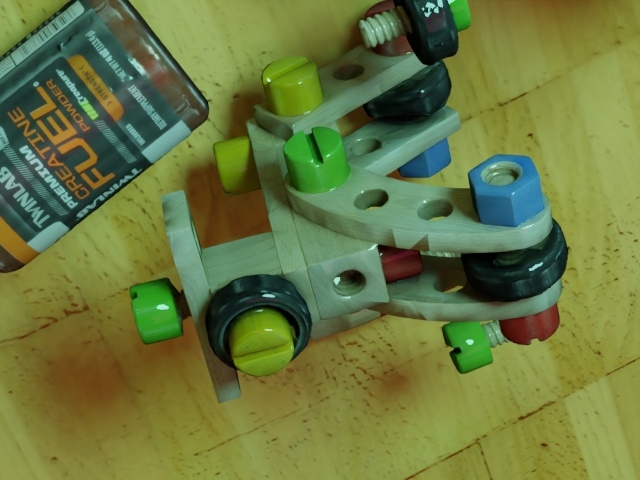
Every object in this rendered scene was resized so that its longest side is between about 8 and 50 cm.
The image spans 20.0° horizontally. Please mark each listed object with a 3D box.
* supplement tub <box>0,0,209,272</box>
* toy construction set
[{"bbox_3d":[-0.168,-0.053,1.050,0.198,0.106,0.106,-39,124,0],"label":"supplement tub"},{"bbox_3d":[0.000,0.000,1.097,0.237,0.257,0.309,-22,152,-4],"label":"toy construction set"}]
